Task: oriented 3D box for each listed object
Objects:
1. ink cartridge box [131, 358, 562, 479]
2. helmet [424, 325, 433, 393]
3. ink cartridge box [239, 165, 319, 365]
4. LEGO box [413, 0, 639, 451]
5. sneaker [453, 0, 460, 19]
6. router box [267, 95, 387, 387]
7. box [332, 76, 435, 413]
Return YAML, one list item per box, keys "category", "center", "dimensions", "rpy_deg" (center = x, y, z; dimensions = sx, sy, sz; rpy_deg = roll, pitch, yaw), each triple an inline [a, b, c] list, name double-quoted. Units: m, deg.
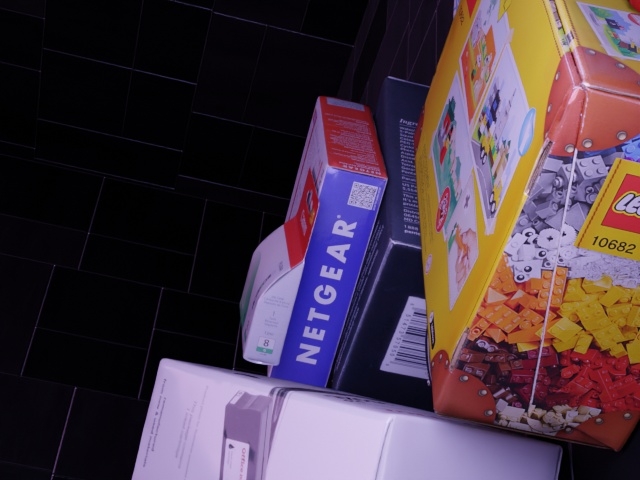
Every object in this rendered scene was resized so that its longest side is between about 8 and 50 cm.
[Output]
- category: "ink cartridge box"
  center: [0.023, 0.255, 1.258]
  dimensions: [0.395, 0.285, 0.166]
  rpy_deg: [6, 82, 49]
- category: "helmet"
  center: [0.196, 0.117, 1.286]
  dimensions: [0.169, 0.169, 0.161]
  rpy_deg: [148, 124, -80]
- category: "ink cartridge box"
  center: [-0.057, 0.025, 1.472]
  dimensions: [0.181, 0.056, 0.224]
  rpy_deg: [-104, 26, -70]
- category: "LEGO box"
  center: [0.244, -0.105, 1.145]
  dimensions: [0.500, 0.193, 0.372]
  rpy_deg: [-87, 12, -53]
- category: "sneaker"
  center: [0.268, -0.414, 1.890]
  dimensions: [0.237, 0.085, 0.086]
  rpy_deg: [-89, 9, -51]
- category: "router box"
  center: [0.000, 0.000, 1.600]
  dimensions: [0.301, 0.082, 0.335]
  rpy_deg: [-95, 19, -65]
- category: "box"
  center: [0.152, 0.010, 1.583]
  dimensions: [0.395, 0.212, 0.293]
  rpy_deg: [-88, 12, -51]
